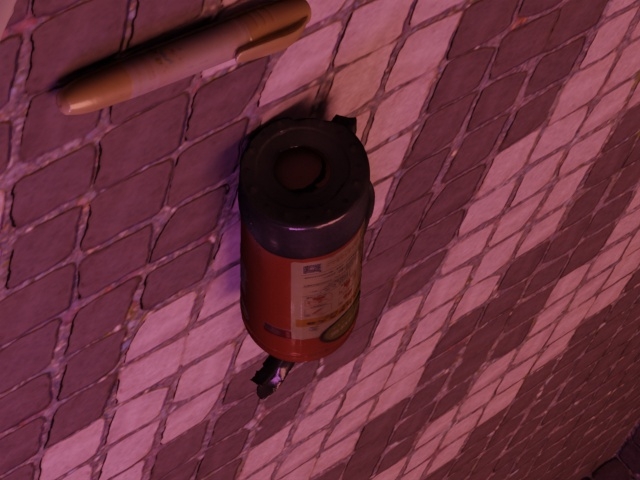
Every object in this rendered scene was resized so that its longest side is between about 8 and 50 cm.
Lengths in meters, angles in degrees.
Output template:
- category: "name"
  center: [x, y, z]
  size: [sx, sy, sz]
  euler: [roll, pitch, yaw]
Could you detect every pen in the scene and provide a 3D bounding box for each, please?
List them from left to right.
- category: "pen"
  center: [-0.093, -0.133, 1.366]
  size: [0.233, 0.040, 0.032]
  euler: [-28, 155, -35]

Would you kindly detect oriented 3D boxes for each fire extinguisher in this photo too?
- category: "fire extinguisher"
  center: [0.006, 0.009, 1.733]
  size: [0.200, 0.113, 0.376]
  euler: [-35, 159, -19]

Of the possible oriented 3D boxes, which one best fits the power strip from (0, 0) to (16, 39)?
- category: "power strip"
  center: [-0.224, -0.132, 1.043]
  size: [0.058, 0.098, 0.338]
  euler: [-17, 149, -44]
